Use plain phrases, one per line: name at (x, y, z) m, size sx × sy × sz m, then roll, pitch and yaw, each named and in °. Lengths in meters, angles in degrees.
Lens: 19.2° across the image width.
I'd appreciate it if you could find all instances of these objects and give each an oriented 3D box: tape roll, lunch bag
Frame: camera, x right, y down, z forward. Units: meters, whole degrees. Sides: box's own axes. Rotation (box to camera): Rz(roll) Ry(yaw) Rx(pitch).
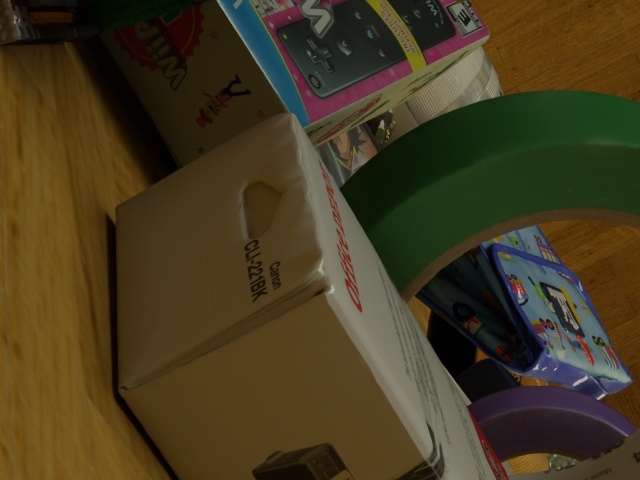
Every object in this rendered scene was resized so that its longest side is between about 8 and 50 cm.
tape roll at (0.156, 0.202, 1.338) m, size 0.189 × 0.189 × 0.080 m, roll 62°, pitch 6°, yaw -4°
tape roll at (0.135, 0.071, 1.140) m, size 0.321 × 0.321 × 0.077 m, roll 59°, pitch 7°, yaw -27°
lunch bag at (0.163, 0.164, 1.916) m, size 0.067 × 0.098 × 0.065 m, roll 58°, pitch 3°, yaw 15°
lunch bag at (0.193, 0.064, 1.972) m, size 0.293 × 0.138 × 0.221 m, roll 52°, pitch 16°, yaw 28°

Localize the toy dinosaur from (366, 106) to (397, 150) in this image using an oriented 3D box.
toy dinosaur at (0.051, -0.005, 1.857) m, size 0.118 × 0.064 × 0.268 m, roll 168°, pitch -84°, yaw -76°

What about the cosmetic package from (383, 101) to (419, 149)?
cosmetic package at (0.001, -0.156, 1.863) m, size 0.107 × 0.127 × 0.238 m, roll 63°, pitch 8°, yaw 30°

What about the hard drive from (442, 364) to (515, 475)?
hard drive at (0.129, 0.185, 1.659) m, size 0.203 × 0.040 × 0.307 m, roll 53°, pitch 5°, yaw -30°

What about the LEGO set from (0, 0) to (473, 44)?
LEGO set at (-0.070, -0.230, 0.994) m, size 0.192 × 0.331 × 0.255 m, roll -48°, pitch 131°, yaw -81°

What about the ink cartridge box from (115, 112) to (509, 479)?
ink cartridge box at (0.008, 0.099, 0.965) m, size 0.273 × 0.114 × 0.197 m, roll 60°, pitch 8°, yaw -27°

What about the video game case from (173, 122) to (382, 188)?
video game case at (-0.014, -0.043, 1.377) m, size 0.275 × 0.035 × 0.248 m, roll 56°, pitch 27°, yaw -38°

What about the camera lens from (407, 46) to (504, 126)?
camera lens at (0.070, -0.191, 2.112) m, size 0.274 × 0.219 × 0.219 m, roll 59°, pitch 8°, yaw -26°

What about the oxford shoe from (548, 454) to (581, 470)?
oxford shoe at (0.297, 0.334, 2.194) m, size 0.449 × 0.169 × 0.130 m, roll -121°, pitch -139°, yaw -53°

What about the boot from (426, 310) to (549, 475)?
boot at (0.183, 0.132, 2.173) m, size 0.211 × 0.104 × 0.295 m, roll 58°, pitch 12°, yaw -33°

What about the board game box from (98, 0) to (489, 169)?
board game box at (-0.032, -0.176, 1.268) m, size 0.224 × 0.097 × 0.303 m, roll 57°, pitch 34°, yaw 0°
